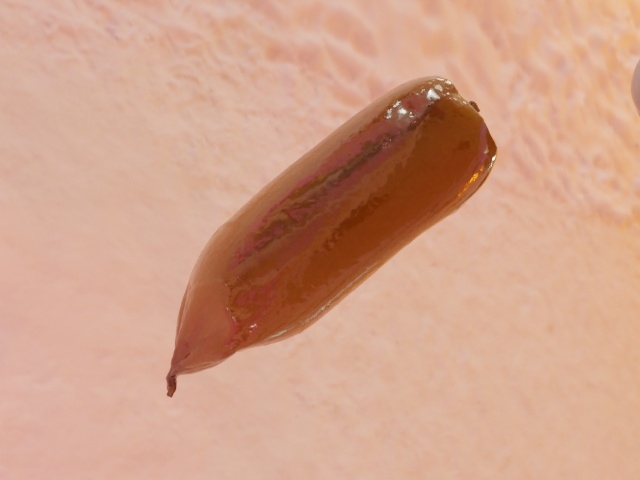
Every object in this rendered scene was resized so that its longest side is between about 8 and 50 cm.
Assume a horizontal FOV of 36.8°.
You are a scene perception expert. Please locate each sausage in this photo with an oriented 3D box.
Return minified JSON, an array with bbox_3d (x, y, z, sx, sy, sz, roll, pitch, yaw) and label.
[{"bbox_3d":[-0.004,-0.003,0.749,0.328,0.112,0.112,-39,116,-9],"label":"sausage"}]

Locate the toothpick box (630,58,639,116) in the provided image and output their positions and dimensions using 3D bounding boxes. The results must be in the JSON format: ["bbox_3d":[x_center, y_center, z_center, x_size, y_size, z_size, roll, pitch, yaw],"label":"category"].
[{"bbox_3d":[0.447,-0.059,0.891,0.316,0.229,0.229,56,36,-26],"label":"toothpick box"}]
